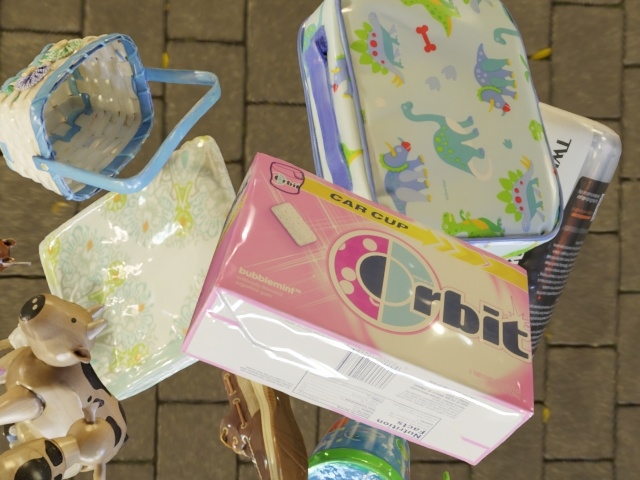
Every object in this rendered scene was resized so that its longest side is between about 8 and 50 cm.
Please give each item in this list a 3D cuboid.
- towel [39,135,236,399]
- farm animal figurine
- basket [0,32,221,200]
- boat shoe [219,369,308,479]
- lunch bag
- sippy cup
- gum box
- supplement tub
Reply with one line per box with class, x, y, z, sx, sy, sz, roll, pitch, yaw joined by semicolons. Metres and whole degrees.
towel;-0.272;0.055;1.392;0.374;0.090;0.320;-30;71;20
farm animal figurine;-0.280;0.151;0.876;0.172;0.326;0.330;-19;55;-3
basket;-0.319;-0.175;1.257;0.289;0.201;0.254;13;47;19
boat shoe;-0.115;0.336;1.542;0.123;0.342;0.123;-31;134;10
lunch bag;0.075;-0.087;0.649;0.176;0.090;0.219;-2;73;-28
sippy cup;0.074;0.446;1.650;0.305;0.224;0.240;40;115;-3
gum box;0.031;0.040;0.486;0.188;0.062;0.107;23;44;-10
supplement tub;0.151;0.013;0.897;0.207;0.207;0.338;18;102;-7
